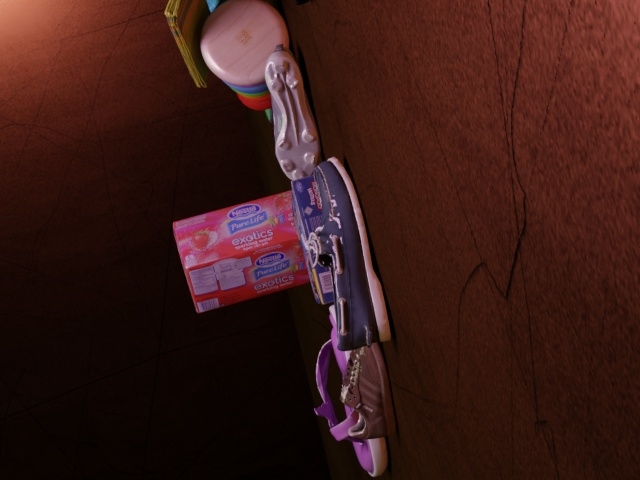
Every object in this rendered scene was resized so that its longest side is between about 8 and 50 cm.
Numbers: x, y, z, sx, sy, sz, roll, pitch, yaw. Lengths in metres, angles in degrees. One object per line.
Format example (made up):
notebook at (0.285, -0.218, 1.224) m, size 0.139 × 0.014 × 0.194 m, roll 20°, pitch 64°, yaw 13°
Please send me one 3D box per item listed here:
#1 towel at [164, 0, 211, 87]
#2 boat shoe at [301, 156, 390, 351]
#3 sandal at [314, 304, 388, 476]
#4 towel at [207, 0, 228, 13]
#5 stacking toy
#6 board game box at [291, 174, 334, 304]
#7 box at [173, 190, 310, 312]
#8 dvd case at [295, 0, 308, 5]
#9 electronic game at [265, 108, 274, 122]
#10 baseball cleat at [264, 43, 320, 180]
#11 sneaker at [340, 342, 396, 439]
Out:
towel at (-0.194, -0.336, 1.900) m, size 0.237 × 0.021 × 0.102 m, roll 73°, pitch -146°, yaw -69°
boat shoe at (0.024, 0.017, 1.562) m, size 0.095 × 0.079 × 0.255 m, roll 104°, pitch 152°, yaw -80°
sandal at (0.034, 0.240, 1.946) m, size 0.416 × 0.102 × 0.169 m, roll 81°, pitch 173°, yaw -47°
towel at (-0.234, -0.457, 1.827) m, size 0.040 × 0.271 × 0.370 m, roll -66°, pitch 14°, yaw -16°
stacking toy at (-0.110, -0.296, 2.037) m, size 0.330 × 0.141 × 0.141 m, roll 60°, pitch -165°, yaw -83°
board game box at (0.000, 0.000, 1.908) m, size 0.194 × 0.060 × 0.194 m, roll 158°, pitch 98°, yaw -86°
box at (-0.118, 0.015, 2.139) m, size 0.128 × 0.256 × 0.123 m, roll 81°, pitch 171°, yaw -47°
dvd case at (-0.052, -0.370, 1.399) m, size 0.253 × 0.022 × 0.180 m, roll -93°, pitch -16°, yaw -84°
electronic game at (-0.115, -0.338, 2.326) m, size 0.229 × 0.048 × 0.229 m, roll 165°, pitch 90°, yaw -85°
baseball cleat at (-0.038, -0.197, 1.839) m, size 0.109 × 0.072 × 0.206 m, roll -83°, pitch -12°, yaw -63°
sneaker at (0.060, 0.207, 1.731) m, size 0.066 × 0.071 × 0.188 m, roll -115°, pitch 12°, yaw -68°
